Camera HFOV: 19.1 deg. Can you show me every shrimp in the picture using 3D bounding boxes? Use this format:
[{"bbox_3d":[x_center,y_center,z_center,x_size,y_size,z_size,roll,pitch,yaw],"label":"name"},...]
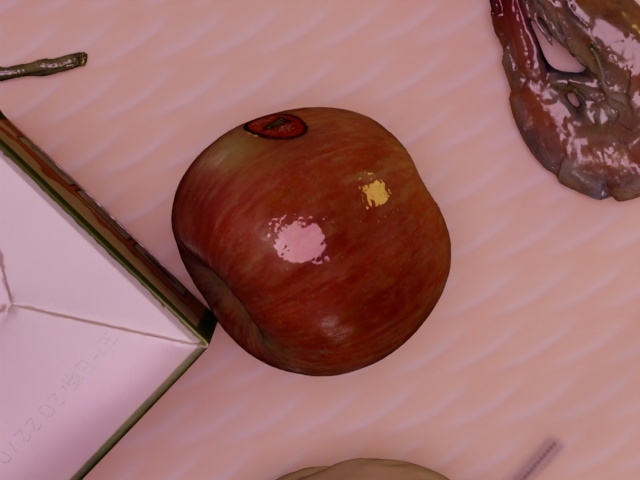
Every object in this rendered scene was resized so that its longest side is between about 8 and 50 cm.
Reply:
[{"bbox_3d":[0.137,-0.106,1.055,0.101,0.042,0.190,-36,91,9],"label":"shrimp"}]

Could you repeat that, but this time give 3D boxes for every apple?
[{"bbox_3d":[0.000,0.000,1.013,0.131,0.146,0.146,-34,90,-16],"label":"apple"}]

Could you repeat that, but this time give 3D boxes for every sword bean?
[{"bbox_3d":[-0.173,-0.096,1.076,0.083,0.012,0.012,-7,91,0],"label":"sword bean"}]

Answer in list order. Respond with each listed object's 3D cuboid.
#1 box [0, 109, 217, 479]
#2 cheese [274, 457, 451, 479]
[{"bbox_3d":[-0.183,0.056,1.011,0.177,0.148,0.195,43,91,-4],"label":"box"},{"bbox_3d":[0.031,0.227,0.983,0.173,0.251,0.248,-24,75,1],"label":"cheese"}]
